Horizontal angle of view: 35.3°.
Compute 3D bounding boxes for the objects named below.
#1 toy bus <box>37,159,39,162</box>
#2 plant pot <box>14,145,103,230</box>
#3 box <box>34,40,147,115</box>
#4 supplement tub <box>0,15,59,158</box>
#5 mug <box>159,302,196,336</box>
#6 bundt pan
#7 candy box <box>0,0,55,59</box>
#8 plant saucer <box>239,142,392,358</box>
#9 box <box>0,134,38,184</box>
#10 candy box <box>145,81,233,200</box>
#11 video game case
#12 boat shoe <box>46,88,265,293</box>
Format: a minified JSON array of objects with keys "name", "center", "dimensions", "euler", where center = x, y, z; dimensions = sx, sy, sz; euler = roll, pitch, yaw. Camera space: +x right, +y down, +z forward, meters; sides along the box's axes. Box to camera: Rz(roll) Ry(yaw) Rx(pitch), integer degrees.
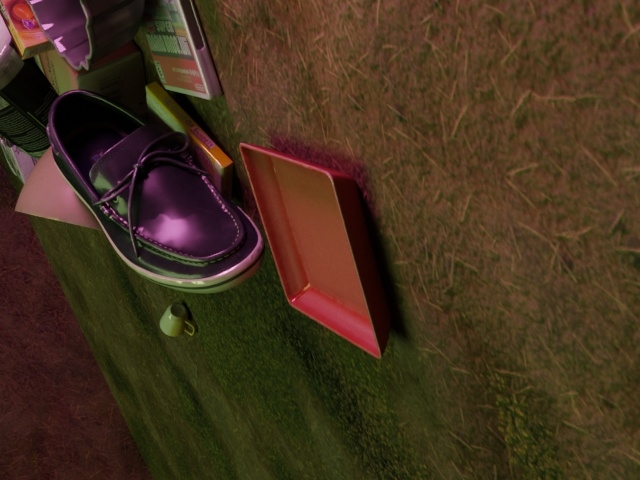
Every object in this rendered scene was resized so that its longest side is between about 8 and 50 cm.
[{"name":"toy bus","center":[-0.533,-0.177,2.239],"dimensions":[0.104,0.202,0.191],"euler":[16,128,21]},{"name":"plant pot","center":[-0.403,-0.114,1.865],"dimensions":[0.284,0.284,0.191],"euler":[8,86,64]},{"name":"box","center":[-0.420,-0.327,1.800],"dimensions":[0.232,0.126,0.149],"euler":[50,154,31]},{"name":"supplement tub","center":[-0.581,-0.291,2.002],"dimensions":[0.193,0.193,0.316],"euler":[44,177,40]},{"name":"mug","center":[-0.310,0.170,2.208],"dimensions":[0.064,0.078,0.062],"euler":[115,159,-52]},{"name":"bundt pan","center":[-0.365,-0.427,1.497],"dimensions":[0.331,0.124,0.331],"euler":[48,153,34]},{"name":"candy box","center":[-0.434,-0.386,1.684],"dimensions":[0.109,0.186,0.053],"euler":[64,155,3]},{"name":"plant saucer","center":[0.000,0.000,1.320],"dimensions":[0.258,0.047,0.259],"euler":[25,135,58]},{"name":"box","center":[-0.692,-0.277,2.414],"dimensions":[0.142,0.163,0.247],"euler":[36,145,52]},{"name":"candy box","center":[-0.213,-0.156,1.623],"dimensions":[0.206,0.027,0.105],"euler":[46,151,21]},{"name":"video game case","center":[-0.236,-0.354,1.494],"dimensions":[0.204,0.025,0.285],"euler":[24,135,58]},{"name":"boat shoe","center":[-0.277,-0.085,1.571],"dimensions":[0.500,0.186,0.156],"euler":[39,155,35]}]
